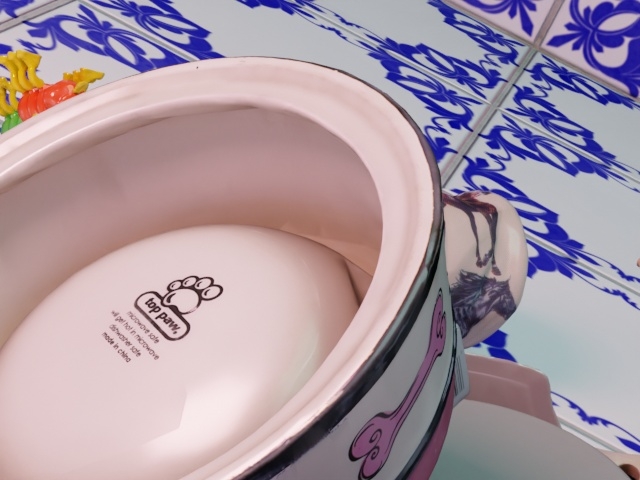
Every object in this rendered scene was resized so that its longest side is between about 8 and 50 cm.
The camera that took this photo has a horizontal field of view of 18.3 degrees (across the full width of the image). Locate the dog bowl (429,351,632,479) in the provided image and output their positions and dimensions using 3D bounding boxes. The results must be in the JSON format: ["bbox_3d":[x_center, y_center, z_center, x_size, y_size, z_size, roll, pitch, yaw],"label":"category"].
[{"bbox_3d":[0.104,0.206,1.381,0.348,0.102,0.349,9,27,-4],"label":"dog bowl"}]

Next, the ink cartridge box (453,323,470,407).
[{"bbox_3d":[-0.097,0.092,1.373,0.371,0.069,0.175,12,35,36],"label":"ink cartridge box"}]

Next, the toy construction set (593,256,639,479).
[{"bbox_3d":[0.313,0.173,1.581,0.257,0.309,0.237,-3,39,-41],"label":"toy construction set"}]

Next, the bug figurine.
[{"bbox_3d":[-0.188,-0.102,1.847,0.279,0.072,0.216,12,-11,-32],"label":"bug figurine"}]

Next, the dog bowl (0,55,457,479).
[{"bbox_3d":[-0.100,0.076,1.192,0.408,0.408,0.150,53,-8,52],"label":"dog bowl"}]

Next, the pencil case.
[{"bbox_3d":[0.000,0.000,1.798,0.410,0.160,0.183,11,35,-37],"label":"pencil case"}]
